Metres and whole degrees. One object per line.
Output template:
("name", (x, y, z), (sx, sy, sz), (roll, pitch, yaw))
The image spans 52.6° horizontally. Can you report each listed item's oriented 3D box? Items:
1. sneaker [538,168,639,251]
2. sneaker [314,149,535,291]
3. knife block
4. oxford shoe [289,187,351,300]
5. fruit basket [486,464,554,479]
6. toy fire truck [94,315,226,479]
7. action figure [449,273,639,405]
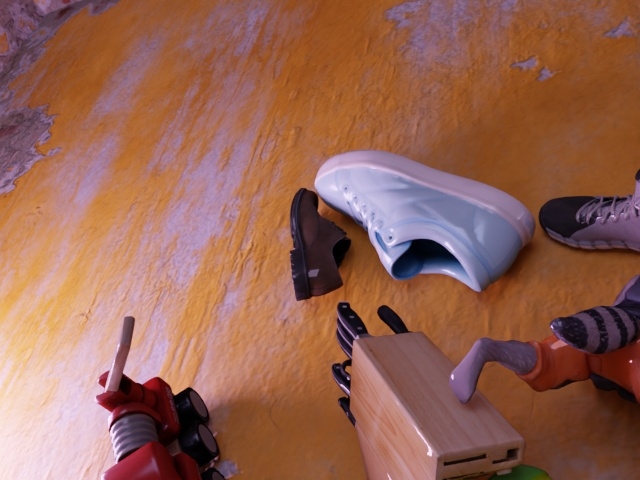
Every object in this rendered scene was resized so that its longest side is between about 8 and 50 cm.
("sneaker", (0.370, -0.048, 0.785), (0.228, 0.132, 0.086), (14, 60, 39))
("sneaker", (0.107, -0.027, 0.931), (0.366, 0.135, 0.150), (17, 59, 42))
("knife block", (0.087, 0.147, 0.704), (0.088, 0.276, 0.242), (-6, 66, -16))
("oxford shoe", (0.000, 0.000, 1.027), (0.096, 0.083, 0.227), (-9, 47, 2))
("fruit basket", (0.159, 0.339, 0.479), (0.392, 0.283, 0.392), (-10, 58, 17))
("toy fire truck", (-0.220, 0.235, 0.809), (0.158, 0.246, 0.217), (-33, 42, 2))
("action figure", (0.335, 0.099, 0.562), (0.330, 0.178, 0.341), (-21, 17, -33))
